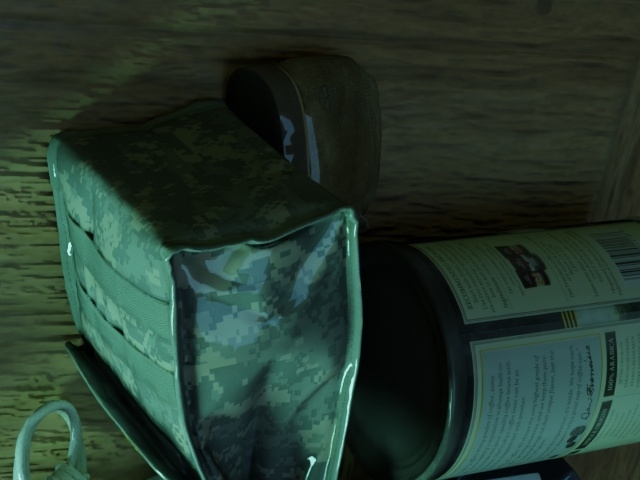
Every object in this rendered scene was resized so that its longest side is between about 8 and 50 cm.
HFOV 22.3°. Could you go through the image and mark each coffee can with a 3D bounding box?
[{"bbox_3d":[0.169,0.090,1.372,0.275,0.201,0.202,-5,116,-29],"label":"coffee can"}]

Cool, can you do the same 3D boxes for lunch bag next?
[{"bbox_3d":[-0.085,0.074,1.190,0.169,0.235,0.287,-15,120,-22],"label":"lunch bag"}]

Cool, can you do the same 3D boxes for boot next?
[{"bbox_3d":[0.000,0.000,1.293,0.115,0.112,0.305,-18,120,-33],"label":"boot"}]

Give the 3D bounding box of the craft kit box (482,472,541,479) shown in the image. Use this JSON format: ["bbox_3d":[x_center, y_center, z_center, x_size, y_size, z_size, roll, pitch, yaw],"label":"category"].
[{"bbox_3d":[0.035,0.280,1.397,0.246,0.061,0.250,-6,155,-31],"label":"craft kit box"}]

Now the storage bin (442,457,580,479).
[{"bbox_3d":[0.183,0.239,1.527,0.135,0.091,0.098,-41,128,-8],"label":"storage bin"}]

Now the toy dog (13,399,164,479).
[{"bbox_3d":[-0.160,0.292,1.214,0.220,0.161,0.334,55,45,-40],"label":"toy dog"}]
